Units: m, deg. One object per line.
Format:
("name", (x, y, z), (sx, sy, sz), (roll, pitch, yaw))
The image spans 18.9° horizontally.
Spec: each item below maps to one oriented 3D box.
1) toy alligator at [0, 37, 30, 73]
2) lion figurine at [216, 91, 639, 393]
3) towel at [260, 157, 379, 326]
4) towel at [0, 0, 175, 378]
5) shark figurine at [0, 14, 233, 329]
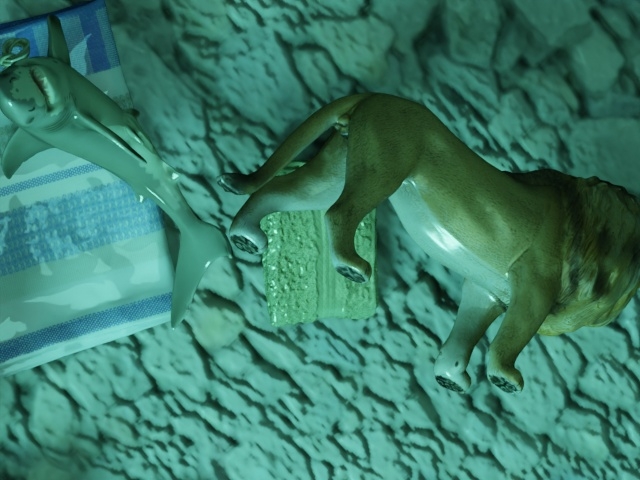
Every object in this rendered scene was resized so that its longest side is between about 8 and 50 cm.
("toy alligator", (-0.291, -0.084, 1.496), (0.189, 0.056, 0.051), (-44, 150, -24))
("lion figurine", (0.112, -0.025, 1.622), (0.392, 0.142, 0.240), (37, 66, -21))
("towel", (0.000, 0.000, 1.662), (0.110, 0.027, 0.148), (-5, 102, -18))
("towel", (-0.237, -0.036, 1.567), (0.209, 0.034, 0.285), (-17, 105, -17))
("shark figurine", (-0.189, -0.061, 1.531), (0.116, 0.166, 0.278), (-35, 130, 12))
